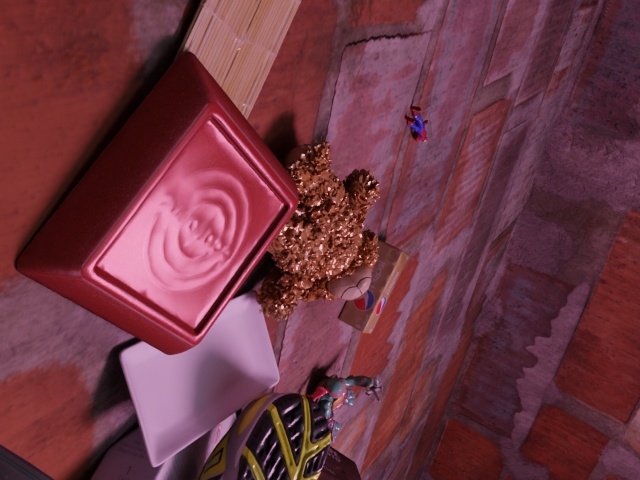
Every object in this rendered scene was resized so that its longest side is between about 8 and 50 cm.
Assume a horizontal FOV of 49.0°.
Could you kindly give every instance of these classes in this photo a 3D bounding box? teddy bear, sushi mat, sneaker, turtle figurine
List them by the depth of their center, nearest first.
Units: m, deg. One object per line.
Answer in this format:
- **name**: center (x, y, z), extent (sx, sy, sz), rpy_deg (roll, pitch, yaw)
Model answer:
- **sushi mat**: center (-0.084, -0.217, 0.734), extent (0.316, 0.019, 0.151), rpy_deg (-65, 158, 4)
- **sneaker**: center (-0.122, 0.381, 0.931), extent (0.384, 0.145, 0.147), rpy_deg (-55, -164, -21)
- **teddy bear**: center (0.000, 0.000, 1.001), extent (0.245, 0.113, 0.338), rpy_deg (-47, 147, -29)
- **turtle figurine**: center (0.039, 0.331, 1.451), extent (0.175, 0.118, 0.234), rpy_deg (-39, 165, -18)

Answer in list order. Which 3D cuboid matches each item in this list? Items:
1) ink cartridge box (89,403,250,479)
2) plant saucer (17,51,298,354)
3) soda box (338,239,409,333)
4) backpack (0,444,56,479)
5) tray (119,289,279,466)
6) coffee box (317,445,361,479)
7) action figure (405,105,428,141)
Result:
- **ink cartridge box**: center (-0.215, 0.340, 1.012), extent (0.308, 0.091, 0.385), rpy_deg (89, 18, -46)
- **plant saucer**: center (-0.135, -0.015, 0.731), extent (0.259, 0.048, 0.258), rpy_deg (-54, 145, -10)
- **soda box**: center (0.109, 0.094, 1.414), extent (0.181, 0.061, 0.058), rpy_deg (-64, 156, 1)
- **backpack**: center (-0.280, 0.288, 0.555), extent (0.191, 0.254, 0.225), rpy_deg (-38, 145, -45)
- **tray**: center (-0.153, 0.169, 0.921), extent (0.270, 0.030, 0.145), rpy_deg (-23, 99, -57)
- **coffee box**: center (-0.085, 0.463, 1.152), extent (0.297, 0.168, 0.119), rpy_deg (-52, -168, 4)
- **action figure**: center (0.183, -0.209, 1.300), extent (0.038, 0.030, 0.115), rpy_deg (-66, 159, -7)
